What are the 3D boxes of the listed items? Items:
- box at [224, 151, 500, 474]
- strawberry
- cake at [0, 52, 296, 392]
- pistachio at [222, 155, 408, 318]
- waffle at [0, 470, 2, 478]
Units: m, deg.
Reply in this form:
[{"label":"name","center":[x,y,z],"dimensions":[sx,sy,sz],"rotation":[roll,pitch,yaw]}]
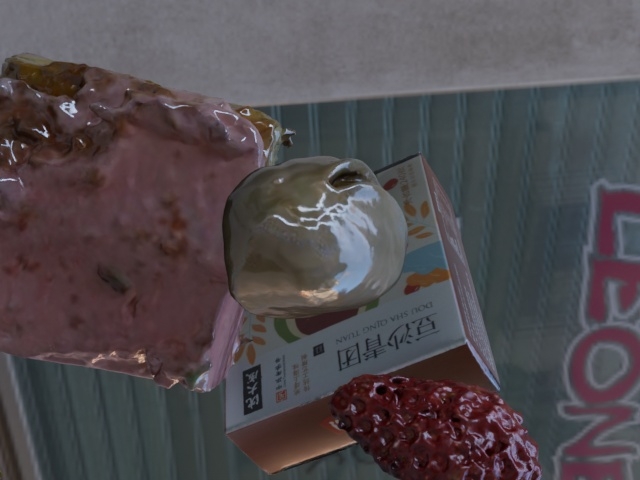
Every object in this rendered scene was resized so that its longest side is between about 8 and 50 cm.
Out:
[{"label":"box","center":[0.039,0.092,1.311],"dimensions":[0.122,0.345,0.385],"rotation":[53,20,-38]},{"label":"strawberry","center":[0.132,0.193,0.974],"dimensions":[0.111,0.237,0.190],"rotation":[-64,171,18]},{"label":"cake","center":[-0.209,-0.020,0.972],"dimensions":[0.293,0.314,0.306],"rotation":[-41,145,-88]},{"label":"pistachio","center":[0.000,0.000,0.759],"dimensions":[0.126,0.152,0.223],"rotation":[48,19,23]},{"label":"waffle","center":[-0.513,0.378,1.121],"dimensions":[0.068,0.325,0.302],"rotation":[51,0,-6]}]
